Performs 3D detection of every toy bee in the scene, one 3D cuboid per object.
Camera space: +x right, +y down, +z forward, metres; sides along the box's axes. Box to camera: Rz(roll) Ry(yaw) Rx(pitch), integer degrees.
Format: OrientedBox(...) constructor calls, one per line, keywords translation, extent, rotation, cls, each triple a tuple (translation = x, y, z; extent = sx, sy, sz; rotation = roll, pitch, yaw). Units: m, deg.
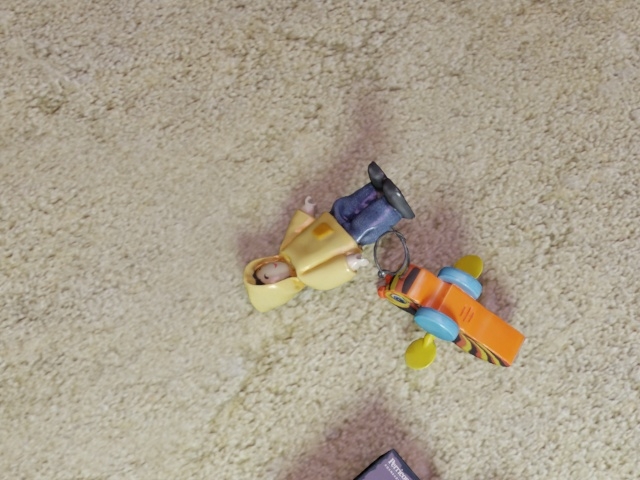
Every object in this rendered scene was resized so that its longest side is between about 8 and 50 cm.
OrientedBox(translation=(0.172, 0.082, 1.659), extent=(0.195, 0.162, 0.298), rotation=(-37, 105, -23), cls="toy bee")

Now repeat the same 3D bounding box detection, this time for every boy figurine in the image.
OrientedBox(translation=(0.000, 0.000, 1.660), extent=(0.285, 0.092, 0.177), rotation=(-35, 48, 3), cls="boy figurine")

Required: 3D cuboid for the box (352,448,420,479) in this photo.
OrientedBox(translation=(0.071, 0.425, 1.554), extent=(0.207, 0.108, 0.153), rotation=(-40, 81, -14), cls="box")
